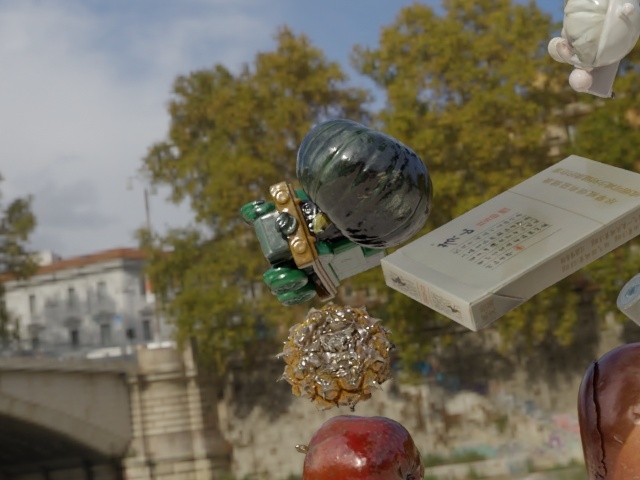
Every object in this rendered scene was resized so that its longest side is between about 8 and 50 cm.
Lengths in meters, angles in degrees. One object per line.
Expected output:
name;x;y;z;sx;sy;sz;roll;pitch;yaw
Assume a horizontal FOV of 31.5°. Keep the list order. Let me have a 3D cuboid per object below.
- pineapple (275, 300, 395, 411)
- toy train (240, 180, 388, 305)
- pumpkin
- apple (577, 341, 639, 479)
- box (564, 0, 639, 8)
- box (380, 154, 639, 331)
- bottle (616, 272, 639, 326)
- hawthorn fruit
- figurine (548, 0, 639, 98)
pineapple;0.028;0.196;1.992;0.225;0.225;0.076;-8;-26;3
toy train;0.000;0.000;2.237;0.249;0.178;0.429;-20;-16;2
pumpkin;0.066;-0.091;1.920;0.216;0.250;0.250;-41;-16;3
apple;0.528;0.303;1.820;0.206;0.272;0.251;-7;-44;20
box;0.651;-0.621;2.568;0.175;0.062;0.260;15;-31;18
box;0.284;-0.007;1.552;0.365;0.051;0.204;-27;28;-23
bottle;0.783;0.178;2.541;0.233;0.110;0.110;39;-25;-10
hawthorn fruit;0.082;0.507;2.470;0.300;0.275;0.275;19;-6;13
figurine;0.440;-0.321;1.795;0.182;0.144;0.257;-53;-11;3
